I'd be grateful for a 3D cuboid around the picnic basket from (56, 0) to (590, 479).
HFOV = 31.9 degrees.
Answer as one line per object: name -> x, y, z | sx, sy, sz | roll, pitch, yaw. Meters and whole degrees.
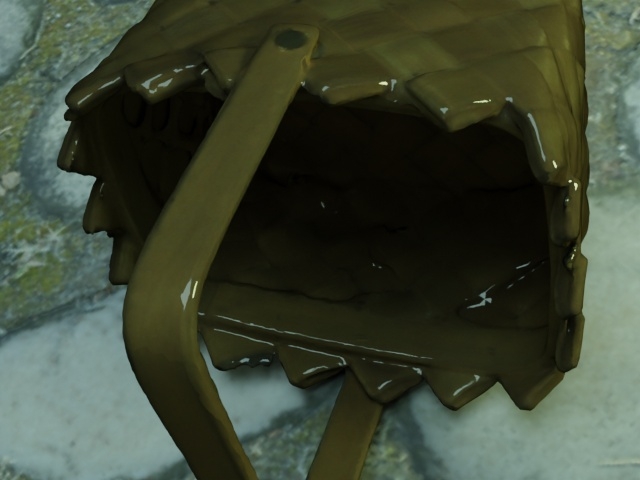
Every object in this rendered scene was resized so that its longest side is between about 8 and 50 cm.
picnic basket -> 0.000, 0.000, 0.617 | 0.291, 0.254, 0.321 | 6, 50, 20
